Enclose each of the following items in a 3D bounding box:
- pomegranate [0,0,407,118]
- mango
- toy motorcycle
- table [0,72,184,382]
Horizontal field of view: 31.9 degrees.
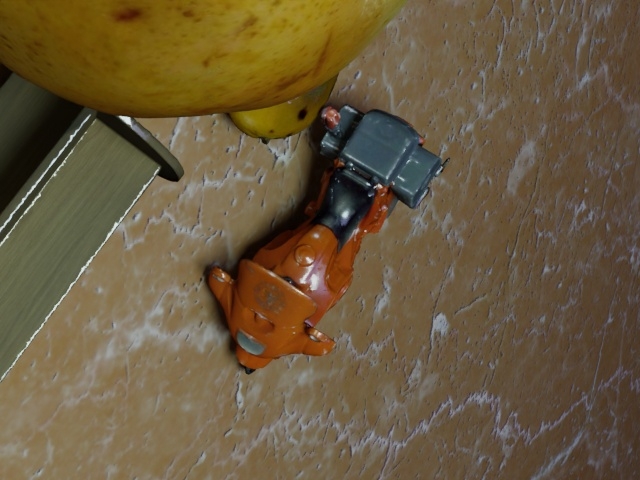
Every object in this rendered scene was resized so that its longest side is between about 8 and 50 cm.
[{"bbox_3d":[-0.094,-0.287,0.701,0.417,0.417,0.416,-28,126,-46],"label":"pomegranate"},{"bbox_3d":[-0.030,-0.179,1.104,0.115,0.090,0.178,48,58,-45],"label":"mango"},{"bbox_3d":[0.000,0.000,1.170,0.325,0.148,0.221,-58,172,-4],"label":"toy motorcycle"},{"bbox_3d":[-0.237,-0.012,0.849,0.226,0.167,0.167,-55,143,-9],"label":"table"}]
